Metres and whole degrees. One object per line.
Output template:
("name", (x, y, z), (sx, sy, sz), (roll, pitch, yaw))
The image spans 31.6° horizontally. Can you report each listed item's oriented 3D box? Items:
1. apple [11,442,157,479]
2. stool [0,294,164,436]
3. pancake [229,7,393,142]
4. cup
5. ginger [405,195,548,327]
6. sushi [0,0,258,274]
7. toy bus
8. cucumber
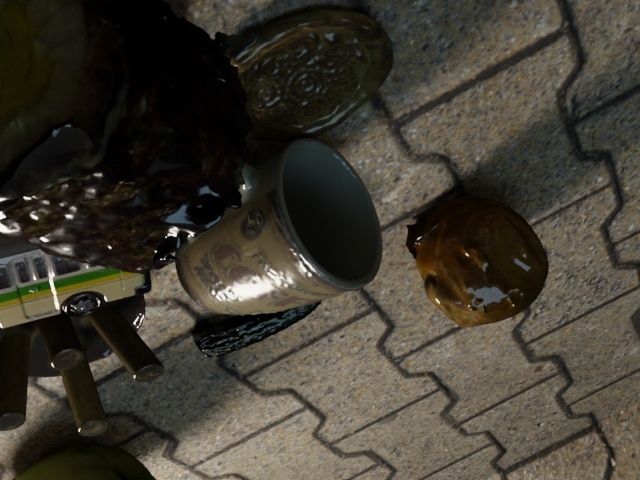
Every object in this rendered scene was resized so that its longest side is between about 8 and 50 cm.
("apple", (-0.441, 0.548, 2.087), (0.357, 0.357, 0.357), (-17, 148, -11))
("stool", (-0.380, 0.159, 1.682), (0.272, 0.178, 0.272), (-17, 147, -12))
("pancake", (-0.023, -0.211, 1.503), (0.250, 0.031, 0.250), (-18, 149, -11))
("cup", (-0.101, -0.015, 1.593), (0.257, 0.227, 0.301), (-26, 131, 30))
("ginger", (0.281, 0.044, 1.917), (0.200, 0.223, 0.269), (-35, 145, 11))
("sushi", (-0.246, -0.140, 1.222), (0.281, 0.299, 0.294), (-15, 154, 33))
("toy bus", (-0.387, 0.011, 1.491), (0.306, 0.143, 0.179), (-13, 145, -14))
("cucumber", (-0.098, 0.137, 1.945), (0.245, 0.067, 0.067), (-22, 149, -1))
